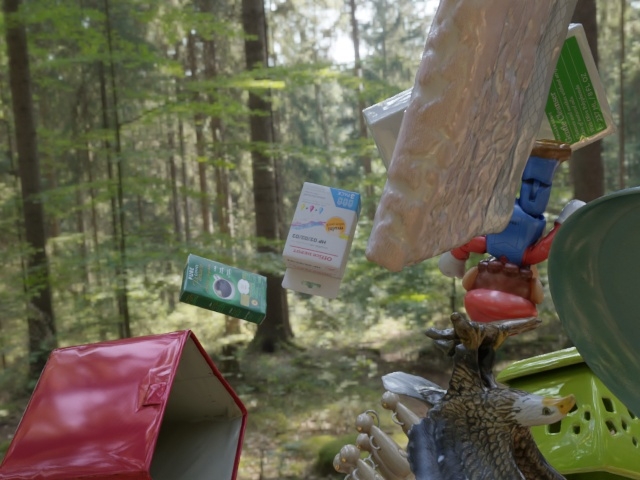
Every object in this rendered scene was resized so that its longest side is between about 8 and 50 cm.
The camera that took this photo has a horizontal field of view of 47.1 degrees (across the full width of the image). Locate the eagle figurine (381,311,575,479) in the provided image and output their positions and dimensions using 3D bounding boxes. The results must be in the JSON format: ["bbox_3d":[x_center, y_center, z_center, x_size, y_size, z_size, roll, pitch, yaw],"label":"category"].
[{"bbox_3d":[0.205,0.230,0.819,0.226,0.298,0.225,-9,-18,-5],"label":"eagle figurine"}]

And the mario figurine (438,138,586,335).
[{"bbox_3d":[0.305,-0.004,1.164,0.170,0.321,0.198,0,15,-24],"label":"mario figurine"}]

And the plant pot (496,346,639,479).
[{"bbox_3d":[0.423,0.298,1.193,0.227,0.207,0.228,23,-32,-30],"label":"plant pot"}]

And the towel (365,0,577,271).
[{"bbox_3d":[0.163,-0.145,0.684,0.053,0.332,0.317,21,15,25],"label":"towel"}]

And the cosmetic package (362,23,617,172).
[{"bbox_3d":[0.276,-0.202,1.245,0.365,0.197,0.155,-26,17,5],"label":"cosmetic package"}]

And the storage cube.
[{"bbox_3d":[-0.219,0.241,0.855,0.193,0.184,0.215,-10,42,17],"label":"storage cube"}]

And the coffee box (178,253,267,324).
[{"bbox_3d":[-0.204,0.103,1.557,0.184,0.040,0.113,18,40,-20],"label":"coffee box"}]

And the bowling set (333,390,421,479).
[{"bbox_3d":[0.093,0.461,1.531,0.200,0.154,0.287,-51,-16,28],"label":"bowling set"}]

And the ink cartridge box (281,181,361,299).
[{"bbox_3d":[0.000,0.000,1.270,0.104,0.181,0.061,12,-21,10],"label":"ink cartridge box"}]

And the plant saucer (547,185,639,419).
[{"bbox_3d":[0.310,0.079,0.525,0.043,0.318,0.317,-41,21,-20],"label":"plant saucer"}]
